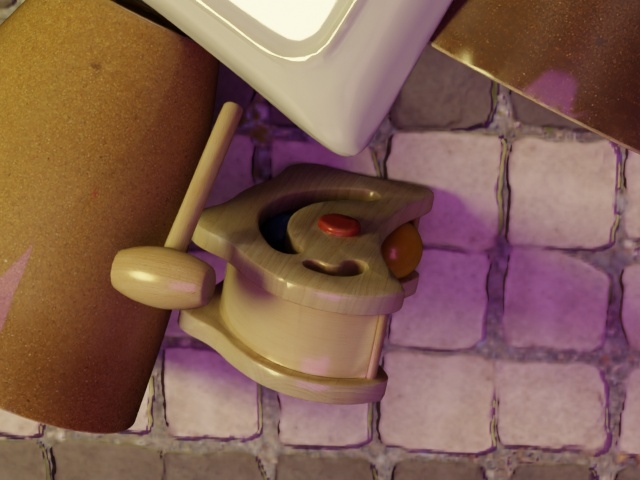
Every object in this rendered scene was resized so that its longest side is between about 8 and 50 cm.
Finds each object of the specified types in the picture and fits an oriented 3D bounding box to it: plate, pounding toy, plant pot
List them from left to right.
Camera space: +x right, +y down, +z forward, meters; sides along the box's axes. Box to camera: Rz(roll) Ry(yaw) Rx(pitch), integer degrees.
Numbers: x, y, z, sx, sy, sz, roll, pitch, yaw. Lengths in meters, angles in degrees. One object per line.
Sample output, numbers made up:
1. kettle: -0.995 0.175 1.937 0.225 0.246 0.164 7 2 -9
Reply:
1. plant pot: -0.172 -0.040 1.307 0.237 0.237 0.254 27 98 -6
2. plate: -0.026 -0.231 1.164 0.277 0.045 0.278 38 115 15
3. pounding toy: 0.000 0.000 1.274 0.154 0.269 0.155 20 115 22
4. plant pot: 0.188 -0.192 1.221 0.215 0.215 0.230 26 99 -6
